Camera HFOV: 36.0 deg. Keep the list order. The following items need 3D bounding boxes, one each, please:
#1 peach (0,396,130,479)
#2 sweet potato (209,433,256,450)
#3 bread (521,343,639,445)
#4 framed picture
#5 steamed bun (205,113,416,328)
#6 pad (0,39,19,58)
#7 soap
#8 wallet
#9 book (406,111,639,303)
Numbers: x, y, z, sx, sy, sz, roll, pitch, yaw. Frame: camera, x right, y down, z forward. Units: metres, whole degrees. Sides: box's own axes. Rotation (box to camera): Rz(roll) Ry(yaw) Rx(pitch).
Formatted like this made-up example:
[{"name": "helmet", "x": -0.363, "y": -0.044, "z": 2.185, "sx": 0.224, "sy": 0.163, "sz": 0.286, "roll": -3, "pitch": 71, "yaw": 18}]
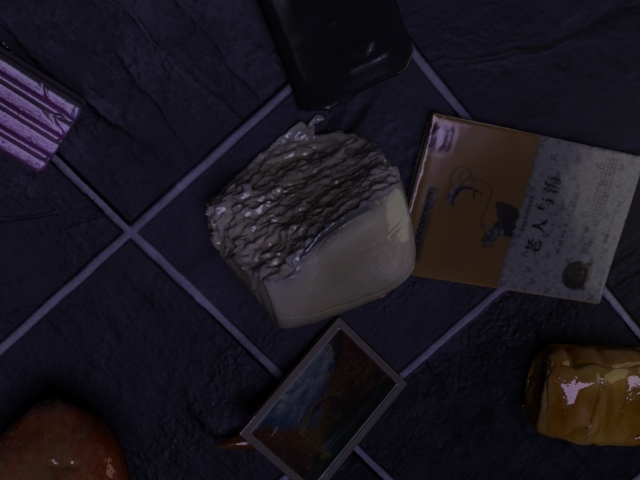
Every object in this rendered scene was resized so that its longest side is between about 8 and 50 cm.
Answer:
[{"name": "peach", "x": -0.400, "y": 0.343, "z": 1.480, "sx": 0.233, "sy": 0.232, "sz": 0.232, "roll": -4, "pitch": 109, "yaw": -11}, {"name": "sweet potato", "x": -0.085, "y": 0.322, "z": 1.625, "sx": 0.195, "sy": 0.056, "sz": 0.056, "roll": -5, "pitch": 109, "yaw": -6}, {"name": "bread", "x": 0.502, "y": 0.260, "z": 1.693, "sx": 0.295, "sy": 0.132, "sz": 0.166, "roll": 4, "pitch": 114, "yaw": -15}, {"name": "framed picture", "x": 0.008, "y": 0.272, "z": 1.611, "sx": 0.250, "sy": 0.016, "sz": 0.184, "roll": -48, "pitch": 112, "yaw": -12}, {"name": "steamed bun", "x": 0.000, "y": 0.000, "z": 1.421, "sx": 0.290, "sy": 0.272, "sz": 0.273, "roll": -27, "pitch": 112, "yaw": 1}, {"name": "pad", "x": -0.529, "y": -0.180, "z": 1.379, "sx": 0.265, "sy": 0.009, "sz": 0.159, "roll": -41, "pitch": 112, "yaw": 5}, {"name": "soap", "x": -0.438, "y": -0.194, "z": 1.351, "sx": 0.203, "sy": 0.065, "sz": 0.122, "roll": 33, "pitch": 101, "yaw": -20}, {"name": "wallet", "x": 0.000, "y": -0.371, "z": 1.393, "sx": 0.197, "sy": 0.051, "sz": 0.377, "roll": -23, "pitch": 121, "yaw": -3}, {"name": "book", "x": 0.322, "y": -0.045, "z": 1.601, "sx": 0.389, "sy": 0.032, "sz": 0.268, "roll": 8, "pitch": 105, "yaw": -16}]
